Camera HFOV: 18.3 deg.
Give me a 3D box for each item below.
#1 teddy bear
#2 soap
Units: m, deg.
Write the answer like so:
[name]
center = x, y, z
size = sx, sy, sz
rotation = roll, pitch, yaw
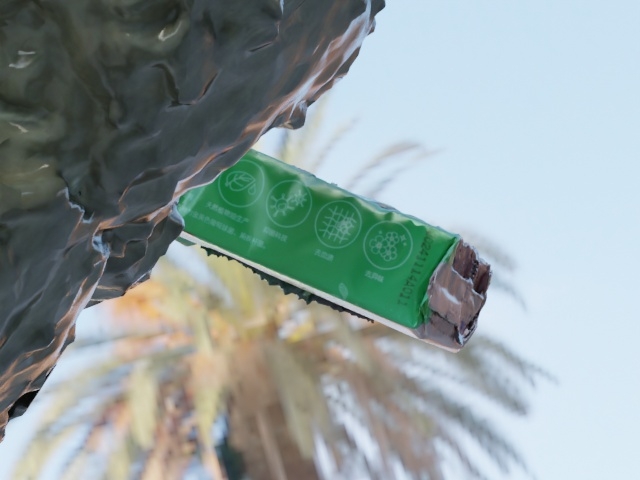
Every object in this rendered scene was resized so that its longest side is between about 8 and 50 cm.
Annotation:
[teddy bear]
center = -0.128, -0.075, 0.760
size = 0.367, 0.224, 0.357
rotation = -47, -27, -19
[soap]
center = 0.001, -0.002, 1.605
size = 0.273, 0.098, 0.218
rotation = 22, -7, 18
